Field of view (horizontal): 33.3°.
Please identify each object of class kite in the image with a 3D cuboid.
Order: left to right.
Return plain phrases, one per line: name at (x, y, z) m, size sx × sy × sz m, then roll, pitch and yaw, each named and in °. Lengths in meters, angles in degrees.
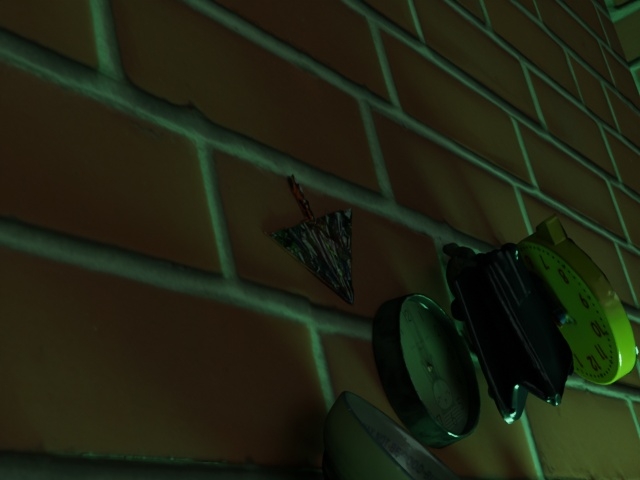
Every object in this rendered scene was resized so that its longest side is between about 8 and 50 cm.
kite at (0.000, 0.000, 1.387) m, size 0.232 × 0.009 × 0.189 m, roll -24°, pitch 89°, yaw -62°

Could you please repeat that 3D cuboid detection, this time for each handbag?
handbag at (0.275, 0.115, 1.615) m, size 0.269 × 0.118 × 0.325 m, roll 67°, pitch 15°, yaw 3°

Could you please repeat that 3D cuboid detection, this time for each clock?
clock at (0.149, 0.174, 1.464) m, size 0.215 × 0.042 × 0.215 m, roll 39°, pitch 38°, yaw -38°
clock at (0.405, 0.114, 1.782) m, size 0.293 × 0.071 × 0.277 m, roll 56°, pitch -15°, yaw 14°

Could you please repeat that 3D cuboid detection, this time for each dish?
dish at (0.084, 0.302, 1.169) m, size 0.273 × 0.134 × 0.273 m, roll 42°, pitch 2°, yaw -2°
